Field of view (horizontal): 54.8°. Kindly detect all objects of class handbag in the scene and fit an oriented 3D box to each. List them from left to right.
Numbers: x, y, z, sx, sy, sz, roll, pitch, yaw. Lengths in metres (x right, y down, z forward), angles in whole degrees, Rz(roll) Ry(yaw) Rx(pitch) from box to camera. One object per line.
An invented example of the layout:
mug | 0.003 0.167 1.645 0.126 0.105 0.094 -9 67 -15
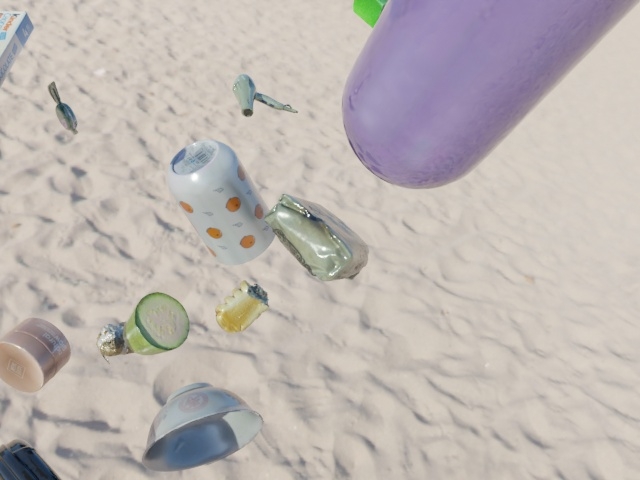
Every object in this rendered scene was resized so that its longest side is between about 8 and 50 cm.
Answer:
handbag | -0.626 0.579 1.391 0.308 0.254 0.093 31 52 29

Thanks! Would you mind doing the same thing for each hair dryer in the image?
hair dryer | -0.153 -0.361 1.674 0.199 0.067 0.167 29 36 -18

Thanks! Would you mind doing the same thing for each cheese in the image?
cheese | -0.577 -0.293 1.383 0.026 0.121 0.067 -34 19 -34

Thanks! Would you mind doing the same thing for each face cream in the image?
face cream | -0.689 0.272 1.471 0.149 0.149 0.104 19 32 8

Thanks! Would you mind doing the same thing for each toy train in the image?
toy train | 0.181 -0.472 1.216 0.251 0.085 0.119 -34 71 -34

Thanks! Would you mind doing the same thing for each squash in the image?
squash | -0.459 0.242 1.699 0.170 0.123 0.170 35 35 -29

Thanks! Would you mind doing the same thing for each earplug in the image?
earplug | 0.174 -0.233 0.567 0.215 0.456 0.215 23 37 -19

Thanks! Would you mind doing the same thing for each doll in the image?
doll | -0.583 0.290 1.903 0.105 0.115 0.221 22 29 36

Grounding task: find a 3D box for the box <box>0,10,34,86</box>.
box | -0.736 -0.350 1.207 0.265 0.048 0.273 3 55 7

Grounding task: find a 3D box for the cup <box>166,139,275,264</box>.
cup | -0.275 -0.113 1.710 0.212 0.317 0.212 -14 43 13

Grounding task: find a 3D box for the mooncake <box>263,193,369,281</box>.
mooncake | -0.003 0.004 1.574 0.250 0.136 0.254 43 14 19

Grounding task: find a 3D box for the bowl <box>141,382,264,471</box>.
bowl | -0.350 0.508 1.758 0.345 0.345 0.157 -6 50 -28

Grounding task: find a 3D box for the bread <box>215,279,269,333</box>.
bread | -0.241 0.201 1.885 0.177 0.119 0.084 -41 19 -11
